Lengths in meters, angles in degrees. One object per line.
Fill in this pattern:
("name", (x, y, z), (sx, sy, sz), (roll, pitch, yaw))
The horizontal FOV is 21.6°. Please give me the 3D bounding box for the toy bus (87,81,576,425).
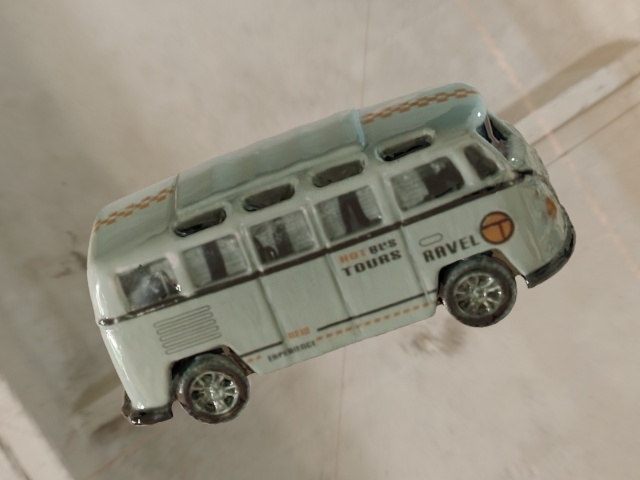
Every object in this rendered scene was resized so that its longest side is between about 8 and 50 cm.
("toy bus", (0.000, 0.000, 0.671), (0.194, 0.087, 0.089), (-20, -67, 6))
